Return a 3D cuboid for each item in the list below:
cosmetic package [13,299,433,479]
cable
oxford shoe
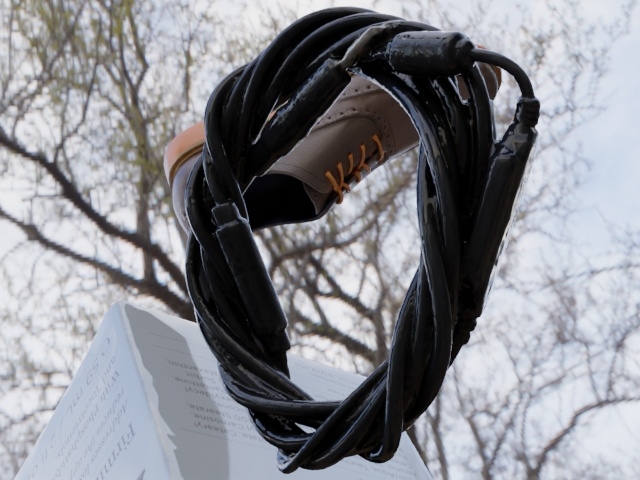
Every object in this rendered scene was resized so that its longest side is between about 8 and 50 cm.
[{"bbox_3d":[-0.086,0.323,1.049,0.327,0.394,0.329,22,-70,-30],"label":"cosmetic package"},{"bbox_3d":[0.000,0.000,0.446,0.047,0.150,0.185,6,-77,-55],"label":"cable"},{"bbox_3d":[0.023,-0.087,1.161,0.363,0.133,0.130,-22,-43,6],"label":"oxford shoe"}]
